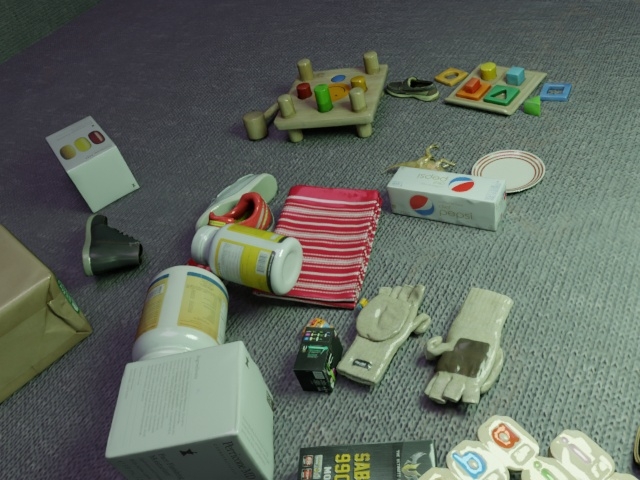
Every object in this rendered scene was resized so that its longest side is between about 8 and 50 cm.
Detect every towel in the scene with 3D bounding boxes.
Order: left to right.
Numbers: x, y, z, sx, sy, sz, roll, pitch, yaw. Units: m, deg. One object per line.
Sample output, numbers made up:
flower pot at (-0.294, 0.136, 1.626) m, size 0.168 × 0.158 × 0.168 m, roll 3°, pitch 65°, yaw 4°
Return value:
towel at (0.000, 0.000, 1.106) m, size 0.199 × 0.031 × 0.275 m, roll 6°, pitch 51°, yaw 14°

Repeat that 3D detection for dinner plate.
dinner plate at (0.379, -0.137, 1.171) m, size 0.141 × 0.017 × 0.141 m, roll -10°, pitch 42°, yaw 10°

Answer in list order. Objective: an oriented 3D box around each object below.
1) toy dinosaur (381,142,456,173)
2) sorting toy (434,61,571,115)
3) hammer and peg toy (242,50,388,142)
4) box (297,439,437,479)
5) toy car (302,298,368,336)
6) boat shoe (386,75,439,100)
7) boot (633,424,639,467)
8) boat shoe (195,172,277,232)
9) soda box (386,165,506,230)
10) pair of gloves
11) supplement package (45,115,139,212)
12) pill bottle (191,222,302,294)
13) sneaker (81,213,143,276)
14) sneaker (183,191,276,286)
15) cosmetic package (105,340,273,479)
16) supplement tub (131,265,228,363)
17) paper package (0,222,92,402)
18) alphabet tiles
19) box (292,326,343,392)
toy dinosaur at (0.219, -0.161, 1.228) m, size 0.183 × 0.053 × 0.092 m, roll 21°, pitch 55°, yaw 36°
sorting toy at (0.421, -0.381, 1.403) m, size 0.348 × 0.047 × 0.196 m, roll 24°, pitch 56°, yaw 38°
hammer and peg toy at (-0.018, -0.372, 1.488) m, size 0.361 × 0.127 × 0.266 m, roll 0°, pitch 44°, yaw 20°
box at (0.058, 0.364, 0.700) m, size 0.183 × 0.056 × 0.231 m, roll -8°, pitch 42°, yaw 12°
toy car at (0.023, 0.128, 0.987) m, size 0.122 × 0.040 × 0.060 m, roll -37°, pitch 44°, yaw -21°
boat shoe at (0.235, -0.396, 1.484) m, size 0.152 × 0.049 × 0.056 m, roll 18°, pitch 53°, yaw 35°
boot at (0.451, 0.183, 0.697) m, size 0.198 × 0.137 × 0.077 m, roll -39°, pitch 45°, yaw -22°
boat shoe at (-0.195, -0.075, 1.273) m, size 0.081 × 0.079 × 0.227 m, roll 13°, pitch 44°, yaw 43°
soda box at (0.242, -0.083, 1.116) m, size 0.216 × 0.074 × 0.069 m, roll 13°, pitch 49°, yaw 30°
pair of gloves at (0.166, 0.155, 0.905) m, size 0.240 × 0.042 × 0.204 m, roll 6°, pitch 49°, yaw 28°
supplement package at (-0.594, -0.203, 1.505) m, size 0.139 × 0.134 × 0.244 m, roll -34°, pitch 43°, yaw -17°
pill bottle at (-0.132, 0.027, 1.027) m, size 0.184 × 0.103 × 0.103 m, roll 14°, pitch 49°, yaw 22°
sneaker at (-0.454, 0.008, 1.281) m, size 0.118 × 0.083 × 0.222 m, roll -6°, pitch 31°, yaw -14°
sneaker at (-0.206, 0.004, 1.147) m, size 0.107 × 0.118 × 0.279 m, roll 17°, pitch 51°, yaw 34°
cosmetic package at (-0.175, 0.260, 0.826) m, size 0.184 × 0.151 × 0.151 m, roll -13°, pitch 42°, yaw 8°
supplement tub at (-0.232, 0.156, 0.967) m, size 0.144 × 0.144 × 0.199 m, roll -12°, pitch 41°, yaw 8°
paper package at (-0.665, 0.148, 1.117) m, size 0.309 × 0.168 × 0.325 m, roll -41°, pitch 45°, yaw -24°
alphabet tiles at (0.251, 0.338, 0.643) m, size 0.284 × 0.021 × 0.278 m, roll -29°, pitch 51°, yaw -26°
box at (-0.002, 0.187, 0.913) m, size 0.052 × 0.062 × 0.083 m, roll -2°, pitch 43°, yaw 20°
